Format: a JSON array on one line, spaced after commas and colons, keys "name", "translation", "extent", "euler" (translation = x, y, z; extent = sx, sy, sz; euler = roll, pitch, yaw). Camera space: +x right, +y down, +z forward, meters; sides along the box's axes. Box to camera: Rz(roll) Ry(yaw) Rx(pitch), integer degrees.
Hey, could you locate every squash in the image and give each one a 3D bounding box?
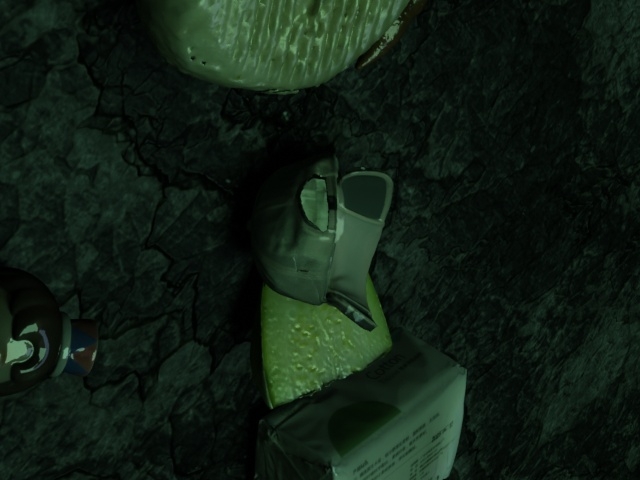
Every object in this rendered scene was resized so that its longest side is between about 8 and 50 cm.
[{"name": "squash", "translation": [-0.012, 0.090, 1.813], "extent": [0.237, 0.204, 0.155], "euler": [-20, 149, -36]}]

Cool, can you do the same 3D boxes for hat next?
[{"name": "hat", "translation": [0.007, 0.003, 1.747], "extent": [0.275, 0.161, 0.232], "euler": [33, 62, -52]}]

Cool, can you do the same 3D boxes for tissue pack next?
[{"name": "tissue pack", "translation": [0.065, 0.341, 2.071], "extent": [0.356, 0.194, 0.266], "euler": [-28, 135, -41]}]

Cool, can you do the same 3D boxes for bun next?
[{"name": "bun", "translation": [-0.052, -0.338, 1.375], "extent": [0.360, 0.211, 0.359], "euler": [-24, 136, -26]}]

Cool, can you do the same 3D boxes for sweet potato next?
[{"name": "sweet potato", "translation": [0.112, -0.324, 1.741], "extent": [0.218, 0.051, 0.065], "euler": [-59, 151, 0]}]

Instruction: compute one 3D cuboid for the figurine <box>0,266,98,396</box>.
[{"name": "figurine", "translation": [-0.366, 0.099, 1.336], "extent": [0.275, 0.158, 0.161], "euler": [-4, 79, -50]}]
